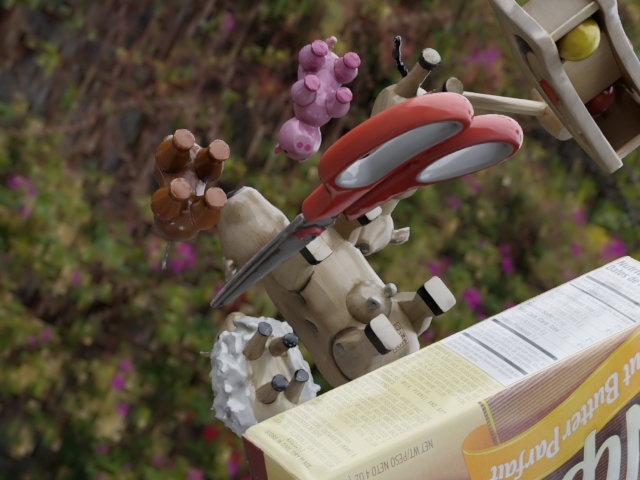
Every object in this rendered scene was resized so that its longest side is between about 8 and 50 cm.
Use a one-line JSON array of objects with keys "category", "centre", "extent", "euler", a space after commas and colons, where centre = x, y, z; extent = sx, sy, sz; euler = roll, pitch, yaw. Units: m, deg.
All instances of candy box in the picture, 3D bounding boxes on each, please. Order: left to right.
[{"category": "candy box", "centre": [0.114, 0.155, 1.221], "extent": [0.087, 0.316, 0.183], "euler": [33, -42, 50]}]

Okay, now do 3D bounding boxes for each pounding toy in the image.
[{"category": "pounding toy", "centre": [0.215, -0.130, 1.671], "extent": [0.154, 0.155, 0.269], "euler": [54, 1, 27]}]

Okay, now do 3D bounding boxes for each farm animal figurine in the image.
[{"category": "farm animal figurine", "centre": [0.000, 0.000, 1.628], "extent": [0.330, 0.327, 0.172], "euler": [-16, -16, -29]}]

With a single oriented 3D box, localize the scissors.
[{"category": "scissors", "centre": [-0.007, -0.017, 1.078], "extent": [0.109, 0.021, 0.297], "euler": [3, -23, -45]}]
